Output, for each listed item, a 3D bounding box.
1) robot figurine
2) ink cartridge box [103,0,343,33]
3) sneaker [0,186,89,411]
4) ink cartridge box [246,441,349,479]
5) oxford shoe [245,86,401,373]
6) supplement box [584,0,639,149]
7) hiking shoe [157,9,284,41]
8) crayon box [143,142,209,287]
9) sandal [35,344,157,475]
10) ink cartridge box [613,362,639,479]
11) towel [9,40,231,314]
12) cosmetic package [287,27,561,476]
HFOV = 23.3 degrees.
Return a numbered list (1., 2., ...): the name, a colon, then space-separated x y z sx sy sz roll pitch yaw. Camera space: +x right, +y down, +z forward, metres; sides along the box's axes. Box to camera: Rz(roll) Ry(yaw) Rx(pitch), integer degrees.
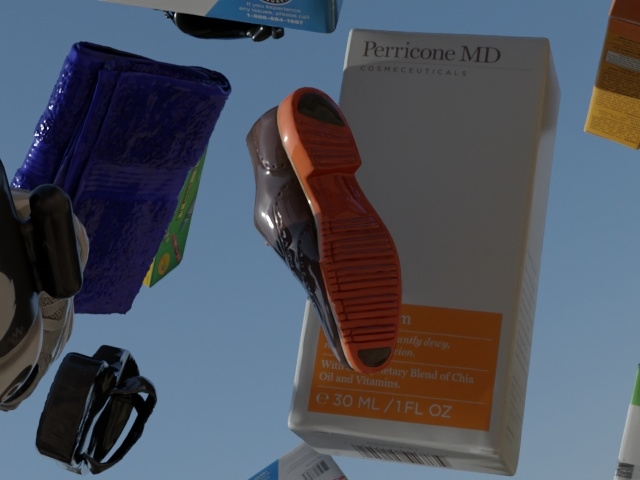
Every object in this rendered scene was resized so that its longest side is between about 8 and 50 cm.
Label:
1. robot figurine: -0.321 0.021 1.252 0.173 0.209 0.278 -58 -30 -46
2. ink cartridge box: -0.087 -0.326 1.259 0.223 0.129 0.307 10 -31 8
3. sneaker: -0.274 0.058 1.430 0.105 0.115 0.281 10 -37 5
4. ink cartridge box: 0.003 0.319 1.735 0.104 0.181 0.061 -34 -40 -7
5. oxford shoe: 0.000 0.000 1.436 0.097 0.271 0.098 3 -23 -46
6. supplement box: 0.359 -0.204 1.784 0.233 0.080 0.078 84 -154 -59
7. hiking shoe: -0.147 -0.291 1.738 0.132 0.304 0.113 -50 -43 -41
8. crayon box: -0.256 -0.088 2.147 0.081 0.165 0.278 -42 -22 -45
9. sandal: -0.153 0.128 1.105 0.254 0.054 0.097 90 -163 -88
10. ink cartridge box: 0.426 0.264 1.797 0.092 0.160 0.219 6 -83 -74
11. towel: -0.225 -0.052 1.660 0.227 0.076 0.308 5 -63 -50
12. cosmetic package: 0.121 0.011 1.689 0.230 0.453 0.161 4 -17 14
